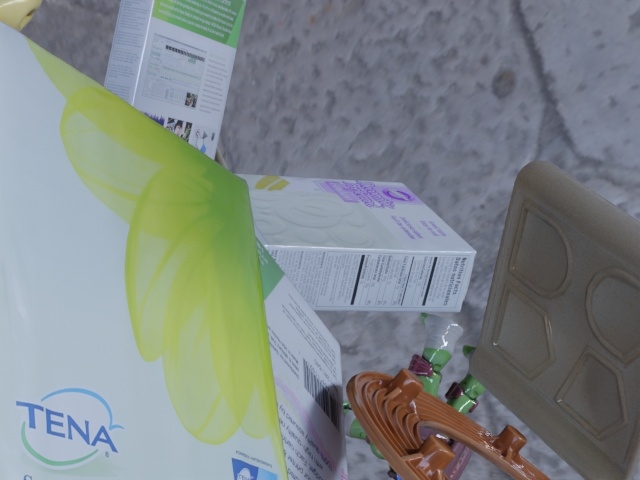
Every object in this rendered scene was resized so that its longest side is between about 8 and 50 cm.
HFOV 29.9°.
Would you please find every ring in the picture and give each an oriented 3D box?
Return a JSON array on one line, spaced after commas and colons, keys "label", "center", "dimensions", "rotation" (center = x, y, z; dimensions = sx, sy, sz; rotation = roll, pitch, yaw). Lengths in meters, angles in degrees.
[{"label": "ring", "center": [0.159, 0.193, 0.839], "dimensions": [0.336, 0.336, 0.032], "rotation": [38, 97, 1]}]

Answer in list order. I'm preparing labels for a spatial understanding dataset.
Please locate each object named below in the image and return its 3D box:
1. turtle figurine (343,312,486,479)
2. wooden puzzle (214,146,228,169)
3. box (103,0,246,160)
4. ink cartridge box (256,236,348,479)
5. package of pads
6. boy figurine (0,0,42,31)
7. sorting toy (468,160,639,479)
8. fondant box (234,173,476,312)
[{"label": "turtle figurine", "center": [0.117, 0.245, 1.619], "dimensions": [0.198, 0.275, 0.266], "rotation": [28, 74, 7]}, {"label": "wooden puzzle", "center": [-0.168, -0.110, 1.747], "dimensions": [0.014, 0.078, 0.116], "rotation": [-39, 106, -41]}, {"label": "box", "center": [-0.203, -0.191, 1.588], "dimensions": [0.058, 0.232, 0.322], "rotation": [15, 94, 23]}, {"label": "ink cartridge box", "center": [-0.072, 0.135, 0.812], "dimensions": [0.117, 0.201, 0.278], "rotation": [-22, 40, 17]}, {"label": "package of pads", "center": [-0.110, 0.069, 0.510], "dimensions": [0.101, 0.229, 0.296], "rotation": [-23, 60, 22]}, {"label": "boy figurine", "center": [-0.419, -0.293, 1.518], "dimensions": [0.092, 0.177, 0.285], "rotation": [48, 37, -26]}, {"label": "sorting toy", "center": [0.252, 0.095, 1.018], "dimensions": [0.041, 0.307, 0.229], "rotation": [-8, 123, -33]}, {"label": "fondant box", "center": [0.000, 0.000, 1.563], "dimensions": [0.330, 0.238, 0.096], "rotation": [3, 114, -24]}]
